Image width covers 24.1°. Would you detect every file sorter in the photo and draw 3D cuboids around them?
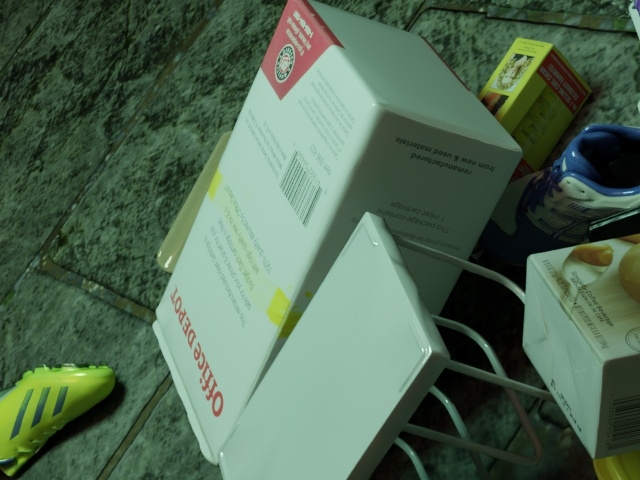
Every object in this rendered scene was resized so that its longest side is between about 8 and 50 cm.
[{"bbox_3d":[0.064,0.159,1.251,0.278,0.173,0.193,-59,29,24],"label":"file sorter"}]

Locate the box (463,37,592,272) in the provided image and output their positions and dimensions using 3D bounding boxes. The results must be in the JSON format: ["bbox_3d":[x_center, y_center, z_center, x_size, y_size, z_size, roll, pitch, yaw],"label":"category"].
[{"bbox_3d":[0.177,-0.088,1.521,0.058,0.087,0.232,21,73,52],"label":"box"}]

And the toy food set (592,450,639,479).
[{"bbox_3d":[0.281,0.185,1.162,0.128,0.071,0.218,-20,39,0],"label":"toy food set"}]

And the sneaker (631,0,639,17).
[{"bbox_3d":[0.329,-0.261,1.511,0.068,0.071,0.170,-41,32,11],"label":"sneaker"}]

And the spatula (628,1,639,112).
[{"bbox_3d":[0.376,-0.199,1.464,0.168,0.019,0.242,-33,37,24],"label":"spatula"}]

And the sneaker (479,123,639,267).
[{"bbox_3d":[0.246,-0.056,1.372,0.296,0.131,0.112,-12,50,44],"label":"sneaker"}]

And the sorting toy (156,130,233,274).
[{"bbox_3d":[-0.093,-0.001,1.787,0.229,0.041,0.307,5,61,45],"label":"sorting toy"}]

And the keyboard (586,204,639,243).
[{"bbox_3d":[0.328,0.001,1.272,0.192,0.100,0.038,-19,5,35],"label":"keyboard"}]

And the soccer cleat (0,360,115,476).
[{"bbox_3d":[-0.357,0.222,1.840,0.289,0.093,0.121,-20,74,30],"label":"soccer cleat"}]

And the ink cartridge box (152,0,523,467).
[{"bbox_3d":[0.000,0.000,1.449,0.385,0.160,0.279,-64,28,21],"label":"ink cartridge box"}]

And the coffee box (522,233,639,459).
[{"bbox_3d":[0.292,0.062,1.119,0.246,0.098,0.141,-11,36,-12],"label":"coffee box"}]
